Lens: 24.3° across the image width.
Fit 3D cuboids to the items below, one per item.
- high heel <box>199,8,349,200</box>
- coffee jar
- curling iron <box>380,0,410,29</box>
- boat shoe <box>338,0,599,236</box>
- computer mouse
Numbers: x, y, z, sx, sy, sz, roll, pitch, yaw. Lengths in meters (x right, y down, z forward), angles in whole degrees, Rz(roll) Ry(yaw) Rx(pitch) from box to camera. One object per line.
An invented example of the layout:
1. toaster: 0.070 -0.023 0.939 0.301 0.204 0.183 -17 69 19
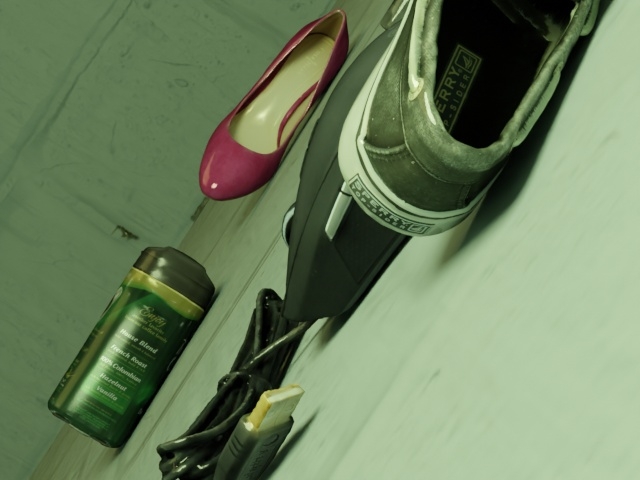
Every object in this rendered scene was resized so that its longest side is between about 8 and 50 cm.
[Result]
1. high heel: -0.046 -0.145 1.579 0.244 0.082 0.117 -46 -11 -34
2. coffee jar: -0.168 0.093 1.347 0.184 0.079 0.096 -59 3 -7
3. curling iron: 0.127 -0.246 0.976 0.274 0.035 0.068 -57 2 -2
4. boat shoe: 0.074 -0.103 0.548 0.070 0.077 0.219 -47 20 60
5. computer mouse: 0.000 0.000 0.638 0.262 0.060 0.184 -53 7 35
